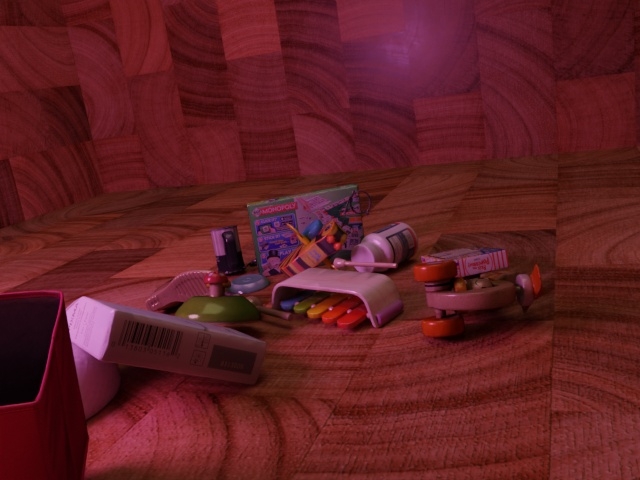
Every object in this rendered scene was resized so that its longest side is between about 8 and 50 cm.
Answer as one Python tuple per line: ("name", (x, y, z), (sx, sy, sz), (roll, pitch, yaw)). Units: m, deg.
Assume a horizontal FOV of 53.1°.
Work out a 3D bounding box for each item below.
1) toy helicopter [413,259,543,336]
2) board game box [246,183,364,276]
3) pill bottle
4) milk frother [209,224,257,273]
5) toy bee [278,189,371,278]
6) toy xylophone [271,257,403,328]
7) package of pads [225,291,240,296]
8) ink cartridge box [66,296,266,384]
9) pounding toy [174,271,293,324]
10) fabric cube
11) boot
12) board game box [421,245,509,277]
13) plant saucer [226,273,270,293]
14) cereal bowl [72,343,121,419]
("toy helicopter", (0.352, 0.094, 1.311), (0.235, 0.140, 0.355), (-8, 1, 29))
("board game box", (-0.036, -0.029, 1.817), (0.317, 0.213, 0.046), (-11, 15, -10))
("pill bottle", (0.168, 0.024, 1.706), (0.108, 0.108, 0.180), (6, 20, 44))
("milk frother", (-0.234, 0.021, 1.870), (0.143, 0.134, 0.129), (-14, 6, -35))
("toy bee", (0.000, 0.000, 1.658), (0.195, 0.298, 0.162), (23, 17, -8))
("toy xylophone", (0.049, 0.116, 1.475), (0.236, 0.081, 0.323), (-21, 19, -40))
("package of pads", (-0.243, 0.155, 1.590), (0.050, 0.032, 0.083), (7, 21, 40))
("ink cartridge box", (-0.334, 0.165, 1.221), (0.308, 0.091, 0.385), (19, -5, -39))
("pounding toy", (-0.200, 0.123, 1.398), (0.237, 0.110, 0.183), (2, -4, -37))
("fabric cube", (-0.441, 0.242, 0.793), (0.254, 0.258, 0.259), (-6, 25, -13))
("boot", (-0.308, 0.105, 1.638), (0.248, 0.090, 0.207), (-19, 6, 25))
("board game box", (0.347, 0.050, 1.563), (0.147, 0.045, 0.193), (-11, 4, -8))
("plant saucer", (-0.197, 0.115, 1.739), (0.119, 0.021, 0.119), (-8, 14, 2))
("cereal bowl", (-0.559, 0.249, 1.204), (0.339, 0.141, 0.339), (-7, 14, 2))
